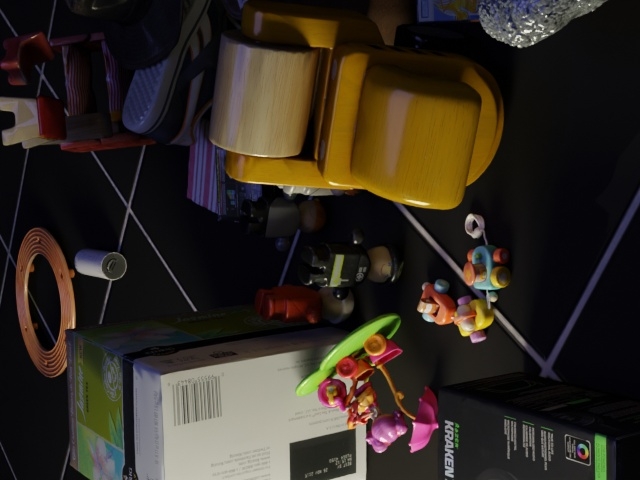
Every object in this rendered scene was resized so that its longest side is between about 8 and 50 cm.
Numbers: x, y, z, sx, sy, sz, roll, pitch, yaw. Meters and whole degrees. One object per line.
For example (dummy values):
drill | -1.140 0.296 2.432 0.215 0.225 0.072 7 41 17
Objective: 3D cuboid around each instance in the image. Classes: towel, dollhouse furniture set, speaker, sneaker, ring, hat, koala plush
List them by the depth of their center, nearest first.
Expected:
koala plush | 0.200 -0.319 1.131 0.196 0.203 0.221 -22 104 53
hat | -0.329 -0.430 1.800 0.331 0.134 0.331 10 103 49
sneaker | -0.212 -0.306 1.888 0.126 0.127 0.321 11 80 49
towel | -0.157 -0.115 1.907 0.197 0.029 0.144 26 116 49
dollhouse furniture set | -0.403 -0.258 1.955 0.374 0.152 0.201 -17 -79 -83
speaker | -0.438 0.046 2.314 0.136 0.055 0.055 5 99 55
ring | -0.607 0.136 2.600 0.336 0.032 0.336 13 106 55

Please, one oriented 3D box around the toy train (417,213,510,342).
toy train | 0.167 0.055 1.431 0.125 0.046 0.166 52 135 38

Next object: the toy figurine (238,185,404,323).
toy figurine | 0.000 0.000 1.595 0.213 0.148 0.209 -46 52 51

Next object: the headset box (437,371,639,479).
headset box | 0.266 0.290 1.244 0.283 0.131 0.246 10 103 54

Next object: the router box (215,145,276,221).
router box | -0.116 -0.089 1.807 0.092 0.038 0.122 6 102 34

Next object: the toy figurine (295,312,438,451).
toy figurine | 0.077 0.208 1.514 0.173 0.130 0.159 -38 69 6

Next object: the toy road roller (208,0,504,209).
toy road roller | 0.049 -0.144 1.334 0.240 0.330 0.202 -119 36 -66

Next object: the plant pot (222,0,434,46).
plant pot | -0.002 -0.327 1.462 0.215 0.230 0.215 12 104 54

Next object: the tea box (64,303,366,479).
tea box | -0.155 0.235 1.680 0.323 0.329 0.220 9 103 54

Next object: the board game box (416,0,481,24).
board game box | 0.172 -0.345 1.296 0.035 0.136 0.201 -69 -24 -85
